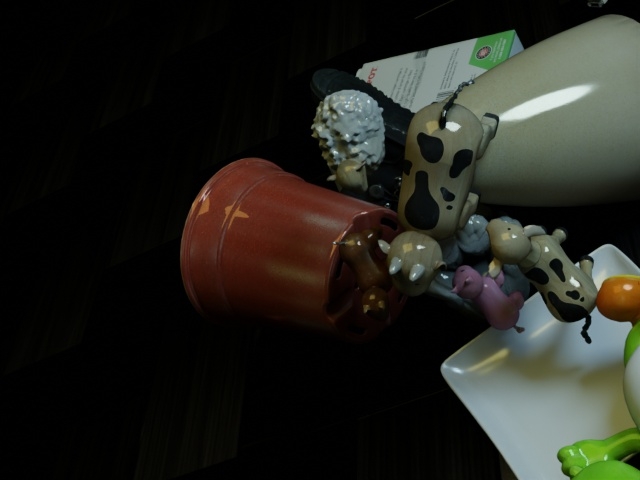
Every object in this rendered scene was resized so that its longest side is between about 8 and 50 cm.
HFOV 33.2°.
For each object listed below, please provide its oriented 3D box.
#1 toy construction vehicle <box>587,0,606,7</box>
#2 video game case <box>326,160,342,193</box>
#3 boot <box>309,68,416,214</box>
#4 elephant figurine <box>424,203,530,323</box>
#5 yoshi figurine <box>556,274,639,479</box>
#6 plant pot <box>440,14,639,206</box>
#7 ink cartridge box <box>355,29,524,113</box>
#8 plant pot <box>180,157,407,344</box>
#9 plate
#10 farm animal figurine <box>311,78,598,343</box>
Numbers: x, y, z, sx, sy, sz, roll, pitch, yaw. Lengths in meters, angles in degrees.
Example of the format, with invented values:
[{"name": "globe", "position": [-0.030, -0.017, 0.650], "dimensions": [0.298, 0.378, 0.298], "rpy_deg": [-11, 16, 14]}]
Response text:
[{"name": "toy construction vehicle", "position": [0.495, -0.453, 1.887], "dimensions": [0.086, 0.035, 0.098], "rpy_deg": [-47, 35, -14]}, {"name": "video game case", "position": [0.143, -0.174, 1.887], "dimensions": [0.274, 0.026, 0.196], "rpy_deg": [-31, 34, 8]}, {"name": "boot", "position": [0.063, -0.126, 1.662], "dimensions": [0.207, 0.246, 0.094], "rpy_deg": [-62, -1, 39]}, {"name": "elephant figurine", "position": [0.222, 0.008, 1.496], "dimensions": [0.169, 0.186, 0.239], "rpy_deg": [9, 16, 5]}, {"name": "yoshi figurine", "position": [0.329, 0.190, 1.090], "dimensions": [0.203, 0.203, 0.362], "rpy_deg": [-7, 62, 29]}, {"name": "plant pot", "position": [0.290, -0.146, 1.419], "dimensions": [0.274, 0.257, 0.256], "rpy_deg": [-16, 28, -20]}, {"name": "ink cartridge box", "position": [0.188, -0.208, 1.754], "dimensions": [0.289, 0.121, 0.211], "rpy_deg": [-6, 48, 35]}, {"name": "plant pot", "position": [-0.020, 0.028, 1.606], "dimensions": [0.265, 0.272, 0.272], "rpy_deg": [13, 58, 40]}, {"name": "plate", "position": [0.318, 0.164, 1.287], "dimensions": [0.278, 0.045, 0.277], "rpy_deg": [-36, 40, 1]}, {"name": "farm animal figurine", "position": [0.155, -0.019, 1.265], "dimensions": [0.330, 0.327, 0.172], "rpy_deg": [-1, 19, 21]}]
